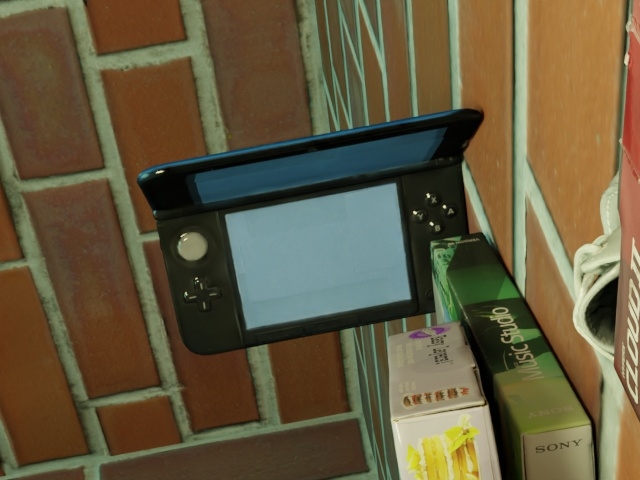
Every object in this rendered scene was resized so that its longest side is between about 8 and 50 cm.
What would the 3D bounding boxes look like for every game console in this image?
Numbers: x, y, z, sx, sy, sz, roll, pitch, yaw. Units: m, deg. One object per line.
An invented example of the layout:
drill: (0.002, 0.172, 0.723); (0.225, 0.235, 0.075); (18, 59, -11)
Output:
game console: (0.000, 0.000, 1.230); (0.173, 0.293, 0.250); (-107, 7, -67)

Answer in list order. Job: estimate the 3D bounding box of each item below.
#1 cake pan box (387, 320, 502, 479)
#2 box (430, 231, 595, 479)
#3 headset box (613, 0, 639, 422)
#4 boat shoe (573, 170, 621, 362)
cake pan box: (0.099, 0.201, 0.969); (0.267, 0.070, 0.245); (-77, -21, -81)
box: (0.155, 0.163, 1.114); (0.322, 0.058, 0.232); (-110, 10, -65)
headset box: (0.147, 0.023, 0.267); (0.293, 0.110, 0.218); (-104, 5, -50)
boat shoe: (0.145, 0.018, 0.563); (0.227, 0.081, 0.079); (-109, 9, -69)
